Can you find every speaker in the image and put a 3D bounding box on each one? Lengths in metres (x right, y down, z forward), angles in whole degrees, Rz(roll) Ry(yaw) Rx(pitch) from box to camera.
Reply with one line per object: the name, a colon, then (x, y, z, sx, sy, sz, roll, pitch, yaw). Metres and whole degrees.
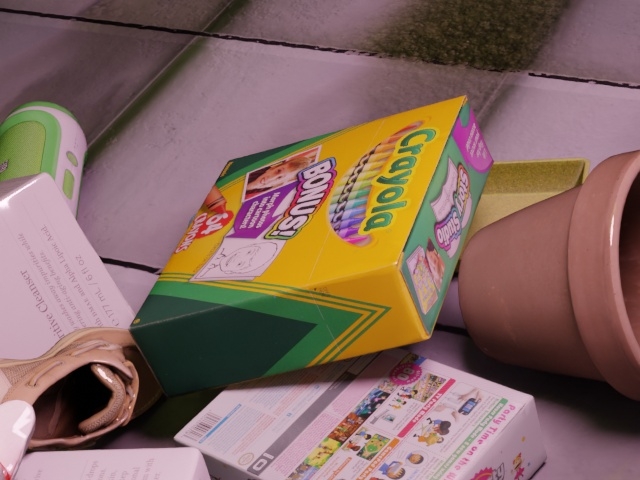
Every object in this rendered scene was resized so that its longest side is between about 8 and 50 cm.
speaker: (-0.366, -0.053, 2.324, 0.131, 0.131, 0.296, -10, 37, 5)

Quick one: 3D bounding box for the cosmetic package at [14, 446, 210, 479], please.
cosmetic package: (-0.334, 0.338, 1.766, 0.453, 0.161, 0.230, -3, 38, 15)

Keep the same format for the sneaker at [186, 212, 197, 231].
sneaker: (-0.136, 0.056, 2.156, 0.086, 0.085, 0.237, -34, 31, 34)

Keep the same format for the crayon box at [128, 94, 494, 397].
crayon box: (0.000, 0.000, 1.995, 0.313, 0.106, 0.363, -15, 26, 25)

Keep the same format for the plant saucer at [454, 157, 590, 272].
plant saucer: (0.219, -0.022, 2.155, 0.188, 0.045, 0.188, -2, 39, 16)

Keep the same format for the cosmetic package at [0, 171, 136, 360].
cosmetic package: (-0.428, 0.109, 2.027, 0.385, 0.217, 0.156, -37, 15, -27)

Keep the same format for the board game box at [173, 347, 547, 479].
board game box: (0.040, 0.212, 1.865, 0.303, 0.097, 0.224, 19, 48, 38)

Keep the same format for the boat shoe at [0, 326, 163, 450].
boat shoe: (-0.246, 0.167, 1.914, 0.110, 0.121, 0.341, 6, 10, 28)

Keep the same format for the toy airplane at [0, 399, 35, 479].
toy airplane: (-0.458, 0.173, 1.658, 0.384, 0.272, 0.386, -29, 55, -3)

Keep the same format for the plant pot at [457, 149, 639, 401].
plant pot: (0.277, 0.043, 1.912, 0.229, 0.263, 0.263, -8, 33, 40)
